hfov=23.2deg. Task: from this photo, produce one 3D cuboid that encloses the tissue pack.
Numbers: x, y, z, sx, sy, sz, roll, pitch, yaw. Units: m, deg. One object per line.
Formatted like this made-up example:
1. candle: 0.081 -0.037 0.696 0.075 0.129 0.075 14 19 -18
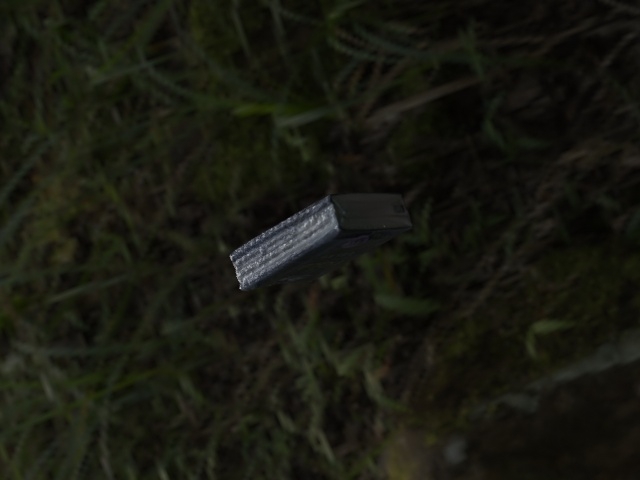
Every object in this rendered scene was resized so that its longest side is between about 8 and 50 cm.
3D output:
1. tissue pack: 0.000 0.000 1.566 0.156 0.112 0.051 -29 73 40
